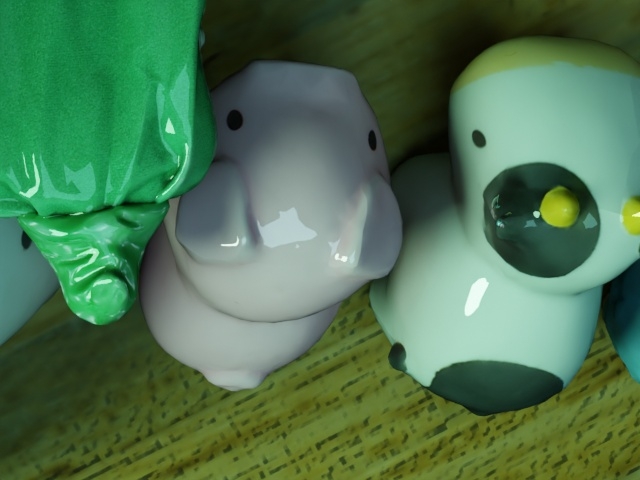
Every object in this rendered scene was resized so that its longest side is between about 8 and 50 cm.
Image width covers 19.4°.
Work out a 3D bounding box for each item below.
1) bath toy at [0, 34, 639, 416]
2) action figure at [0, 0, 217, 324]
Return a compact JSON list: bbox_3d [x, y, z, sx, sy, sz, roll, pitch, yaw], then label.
[{"bbox_3d":[0.000,0.000,0.637,0.348,0.129,0.151,2,117,-14],"label":"bath toy"},{"bbox_3d":[-0.075,-0.091,0.551,0.137,0.063,0.232,-4,85,-10],"label":"action figure"}]
